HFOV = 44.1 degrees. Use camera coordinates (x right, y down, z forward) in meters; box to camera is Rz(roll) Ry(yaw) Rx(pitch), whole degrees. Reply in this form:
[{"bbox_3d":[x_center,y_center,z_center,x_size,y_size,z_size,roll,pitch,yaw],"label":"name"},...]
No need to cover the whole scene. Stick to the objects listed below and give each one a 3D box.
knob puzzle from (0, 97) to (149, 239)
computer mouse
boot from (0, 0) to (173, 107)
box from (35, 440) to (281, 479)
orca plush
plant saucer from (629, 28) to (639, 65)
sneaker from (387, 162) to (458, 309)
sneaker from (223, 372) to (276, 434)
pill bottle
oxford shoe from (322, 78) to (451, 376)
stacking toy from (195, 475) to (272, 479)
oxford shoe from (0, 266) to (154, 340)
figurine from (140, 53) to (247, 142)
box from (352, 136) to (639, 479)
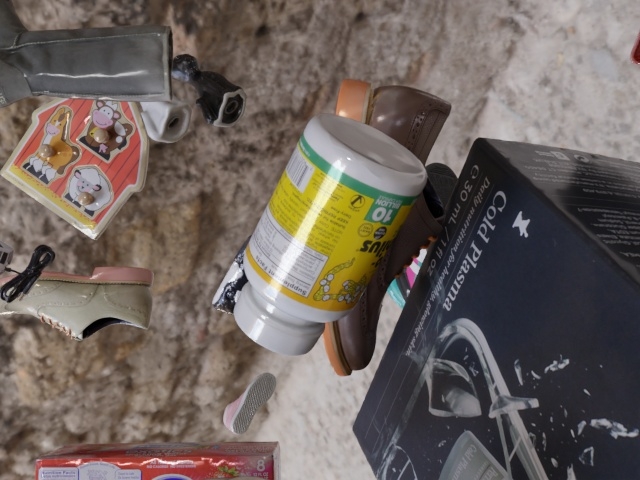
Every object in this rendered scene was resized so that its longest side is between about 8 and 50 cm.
[{"bbox_3d":[-0.320,-0.126,1.074,0.213,0.213,0.030,64,-177,10],"label":"knob puzzle"},{"bbox_3d":[-0.495,0.024,1.173,0.042,0.106,0.193,37,179,36],"label":"computer mouse"},{"bbox_3d":[-0.262,-0.211,0.835,0.076,0.208,0.189,80,179,-63],"label":"boot"},{"bbox_3d":[-0.173,0.294,0.877,0.122,0.257,0.128,84,-175,-84],"label":"box"},{"bbox_3d":[-0.034,-0.002,1.124,0.102,0.287,0.151,34,167,3],"label":"orca plush"},{"bbox_3d":[0.622,-0.346,1.147,0.258,0.048,0.259,21,101,18],"label":"plant saucer"},{"bbox_3d":[0.193,0.017,1.479,0.178,0.124,0.295,152,121,-61],"label":"sneaker"},{"bbox_3d":[-0.144,0.314,1.548,0.051,0.134,0.070,41,159,-21],"label":"sneaker"},{"bbox_3d":[0.000,0.000,0.726,0.117,0.117,0.208,47,119,36],"label":"pill bottle"},{"bbox_3d":[0.071,0.006,0.890,0.130,0.133,0.363,-76,-9,-60],"label":"oxford shoe"},{"bbox_3d":[-0.086,0.484,0.665,0.350,0.350,0.480,15,120,57],"label":"stacking toy"},{"bbox_3d":[-0.560,0.144,1.709,0.140,0.397,0.146,84,-179,-77],"label":"oxford shoe"},{"bbox_3d":[-0.293,-0.297,1.574,0.209,0.215,0.092,43,138,29],"label":"figurine"},{"bbox_3d":[0.308,0.209,0.899,0.472,0.297,0.480,58,136,51],"label":"box"}]
